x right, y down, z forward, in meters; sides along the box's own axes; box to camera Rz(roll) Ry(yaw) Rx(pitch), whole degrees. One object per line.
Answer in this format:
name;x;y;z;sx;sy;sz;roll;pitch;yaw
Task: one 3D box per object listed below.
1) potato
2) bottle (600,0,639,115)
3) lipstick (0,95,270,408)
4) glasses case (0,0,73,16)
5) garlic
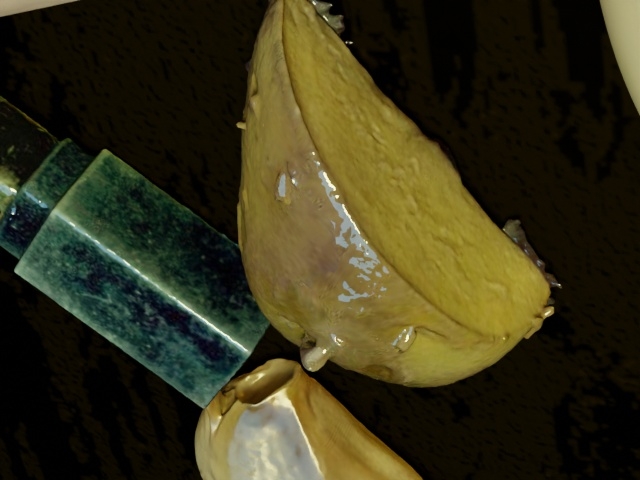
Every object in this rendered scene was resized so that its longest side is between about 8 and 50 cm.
potato;0.000;0.000;0.685;0.101;0.089;0.172;-21;118;41
bottle;0.159;-0.045;0.534;0.148;0.147;0.236;8;139;21
lipstick;-0.155;-0.047;0.753;0.312;0.051;0.051;36;136;-4
glasses case;-0.087;-0.142;0.611;0.297;0.075;0.113;-7;118;31
garlic;0.000;0.117;0.803;0.152;0.066;0.084;45;131;-12
